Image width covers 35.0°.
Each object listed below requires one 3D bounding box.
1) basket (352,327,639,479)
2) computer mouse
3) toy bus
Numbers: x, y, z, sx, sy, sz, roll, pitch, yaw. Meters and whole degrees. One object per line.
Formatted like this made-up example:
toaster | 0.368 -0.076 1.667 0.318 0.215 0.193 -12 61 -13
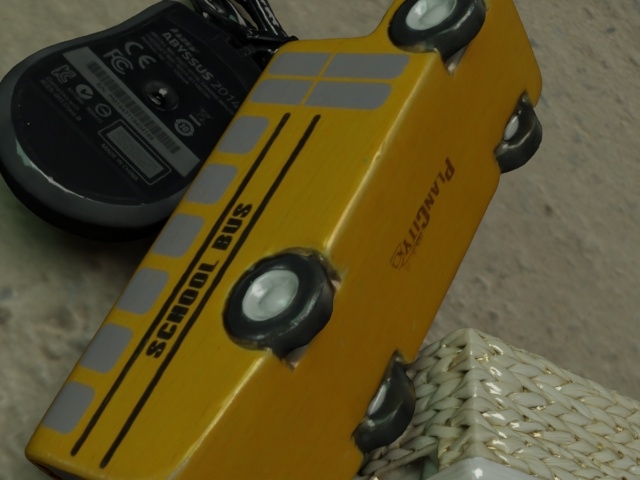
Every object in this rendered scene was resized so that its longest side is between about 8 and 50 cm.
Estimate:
basket | 0.104 0.129 0.555 0.167 0.113 0.103 24 50 -29
computer mouse | -0.091 -0.070 0.623 0.188 0.072 0.272 49 42 4
toy bus | 0.000 0.000 0.530 0.108 0.130 0.332 52 57 -41
